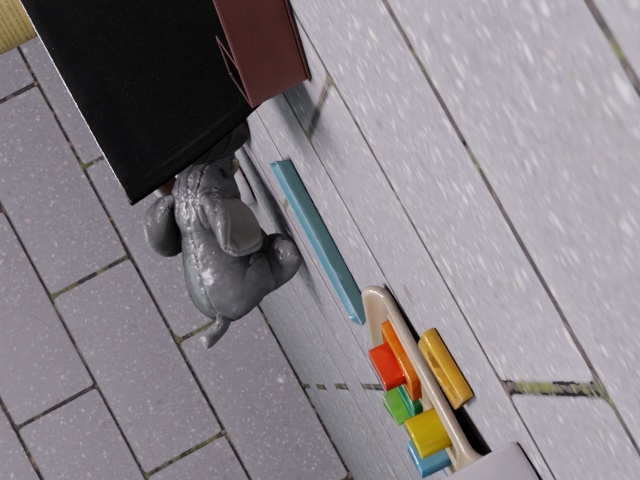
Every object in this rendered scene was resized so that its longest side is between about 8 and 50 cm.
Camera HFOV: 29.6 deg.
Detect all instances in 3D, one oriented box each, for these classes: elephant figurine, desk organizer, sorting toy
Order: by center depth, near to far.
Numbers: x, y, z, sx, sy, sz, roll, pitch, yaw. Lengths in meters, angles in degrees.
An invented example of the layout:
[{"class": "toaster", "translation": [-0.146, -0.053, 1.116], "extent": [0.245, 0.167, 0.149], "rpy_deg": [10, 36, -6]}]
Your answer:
[{"class": "desk organizer", "translation": [-0.050, -0.160, 0.869], "extent": [0.047, 0.050, 0.130], "rpy_deg": [56, 171, 35]}, {"class": "sorting toy", "translation": [0.088, 0.154, 1.107], "extent": [0.196, 0.047, 0.348], "rpy_deg": [58, 172, 25]}, {"class": "elephant figurine", "translation": [-0.144, -0.027, 1.559], "extent": [0.239, 0.169, 0.186], "rpy_deg": [62, 180, -34]}]

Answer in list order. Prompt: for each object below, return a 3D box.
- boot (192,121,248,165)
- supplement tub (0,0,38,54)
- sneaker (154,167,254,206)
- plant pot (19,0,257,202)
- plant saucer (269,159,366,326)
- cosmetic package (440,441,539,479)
[{"class": "boot", "translation": [-0.142, -0.179, 1.421], "extent": [0.137, 0.076, 0.198], "rpy_deg": [66, 163, 13]}, {"class": "supplement tub", "translation": [-0.343, -0.313, 1.217], "extent": [0.241, 0.331, 0.241], "rpy_deg": [60, 173, 13]}, {"class": "sneaker", "translation": [-0.218, -0.140, 1.846], "extent": [0.321, 0.127, 0.126], "rpy_deg": [56, 173, 45]}, {"class": "plant pot", "translation": [-0.129, -0.149, 0.999], "extent": [0.188, 0.167, 0.187], "rpy_deg": [63, 173, -4]}, {"class": "plant saucer", "translation": [0.000, 0.000, 1.264], "extent": [0.192, 0.018, 0.067], "rpy_deg": [61, 173, -5]}, {"class": "cosmetic package", "translation": [0.135, 0.324, 0.995], "extent": [0.197, 0.155, 0.365], "rpy_deg": [59, 173, 22]}]
